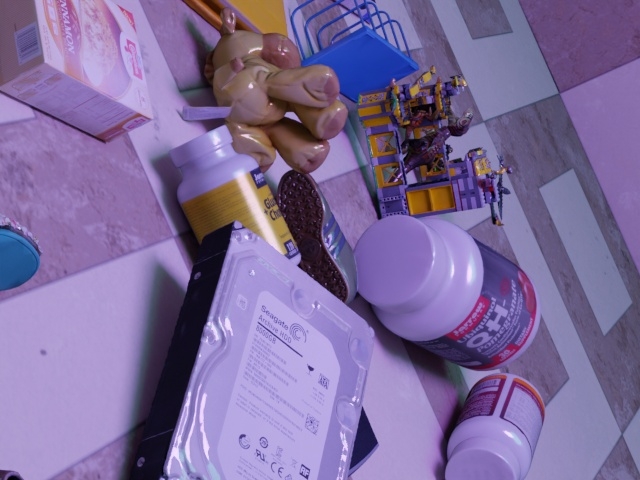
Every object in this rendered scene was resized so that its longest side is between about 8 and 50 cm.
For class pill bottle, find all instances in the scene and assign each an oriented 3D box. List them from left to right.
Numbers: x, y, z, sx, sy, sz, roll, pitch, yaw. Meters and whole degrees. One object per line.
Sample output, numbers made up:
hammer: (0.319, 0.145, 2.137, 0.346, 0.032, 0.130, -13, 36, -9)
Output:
pill bottle: (-0.104, -0.036, 1.766, 0.184, 0.103, 0.103, 65, 24, -5)
pill bottle: (0.175, 0.070, 2.163, 0.318, 0.176, 0.176, 29, 44, -54)
pill bottle: (0.249, 0.289, 2.184, 0.121, 0.121, 0.221, 61, 25, -12)

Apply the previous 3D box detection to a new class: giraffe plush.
giraffe plush: (-0.079, -0.201, 1.945, 0.210, 0.181, 0.170, 12, 38, -20)

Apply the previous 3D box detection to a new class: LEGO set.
LEGO set: (0.205, -0.149, 2.355, 0.331, 0.192, 0.254, 3, 79, -68)

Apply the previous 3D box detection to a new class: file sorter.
file sorter: (0.050, -0.304, 2.320, 0.170, 0.118, 0.104, 26, 43, -56)

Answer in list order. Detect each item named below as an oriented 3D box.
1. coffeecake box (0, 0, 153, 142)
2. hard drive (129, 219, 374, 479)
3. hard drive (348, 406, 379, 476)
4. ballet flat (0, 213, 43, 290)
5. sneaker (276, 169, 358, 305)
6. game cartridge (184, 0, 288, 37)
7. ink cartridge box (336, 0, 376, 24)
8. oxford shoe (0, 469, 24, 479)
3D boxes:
coffeecake box: (-0.269, -0.204, 1.621, 0.185, 0.068, 0.142, 26, 45, -57)
hard drive: (-0.061, 0.175, 1.599, 0.237, 0.064, 0.338, 40, 44, -29)
hard drive: (-0.028, 0.213, 1.725, 0.255, 0.054, 0.172, -17, 84, -58)
ballet flat: (-0.329, -0.004, 1.304, 0.077, 0.091, 0.241, 50, 15, 18)
sneaker: (0.000, 0.000, 2.011, 0.192, 0.064, 0.086, 70, 16, 8)
game cartridge: (-0.153, -0.433, 2.105, 0.285, 0.053, 0.323, 36, 35, -48)
ink cartridge box: (0.029, -0.483, 2.530, 0.208, 0.045, 0.206, 21, 50, -60)
oxford shoe: (-0.196, 0.331, 1.201, 0.363, 0.133, 0.130, 56, 25, -23)
